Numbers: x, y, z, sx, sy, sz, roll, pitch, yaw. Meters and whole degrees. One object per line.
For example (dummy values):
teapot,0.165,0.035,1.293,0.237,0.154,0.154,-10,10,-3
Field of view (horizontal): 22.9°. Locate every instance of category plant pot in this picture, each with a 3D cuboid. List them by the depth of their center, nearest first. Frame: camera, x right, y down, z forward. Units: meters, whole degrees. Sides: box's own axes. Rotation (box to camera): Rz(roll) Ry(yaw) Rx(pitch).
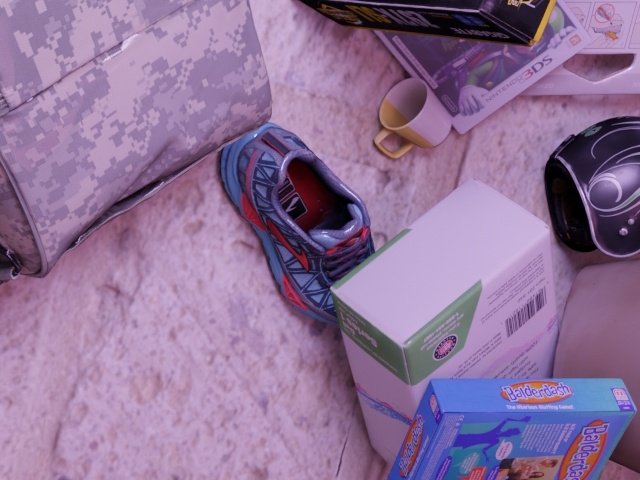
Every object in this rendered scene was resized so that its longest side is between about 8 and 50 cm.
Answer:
plant pot,0.402,0.137,1.670,0.323,0.280,0.323,9,90,-71

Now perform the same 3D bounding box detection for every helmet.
helmet,0.347,-0.055,1.757,0.162,0.169,0.169,-18,110,-10

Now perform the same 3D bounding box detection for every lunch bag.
lunch bag,-0.204,-0.140,1.349,0.305,0.213,0.256,-36,111,-26

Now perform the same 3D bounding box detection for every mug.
mug,0.099,-0.126,1.655,0.064,0.078,0.062,36,48,-42

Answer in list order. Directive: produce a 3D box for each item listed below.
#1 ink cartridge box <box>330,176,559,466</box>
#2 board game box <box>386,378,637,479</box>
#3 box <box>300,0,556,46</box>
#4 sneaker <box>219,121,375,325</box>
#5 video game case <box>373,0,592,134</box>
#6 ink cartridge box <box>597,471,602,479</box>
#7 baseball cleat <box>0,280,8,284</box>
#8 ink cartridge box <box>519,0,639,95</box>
ink cartridge box,0.138,0.107,1.630,0.201,0.117,0.278,-38,141,-20
board game box,0.187,0.205,1.574,0.210,0.047,0.160,3,132,-20
box,0.125,-0.319,1.463,0.079,0.322,0.257,26,85,-33
sneaker,0.000,0.000,1.568,0.104,0.125,0.262,-46,120,-15
video game case,0.162,-0.223,1.638,0.173,0.022,0.190,-36,121,13
ink cartridge box,0.205,0.322,1.751,0.093,0.154,0.212,14,93,-33
baseball cleat,-0.310,0.027,1.422,0.206,0.072,0.109,-10,119,-26
ink cartridge box,0.311,-0.283,1.705,0.296,0.066,0.261,-3,128,-18
